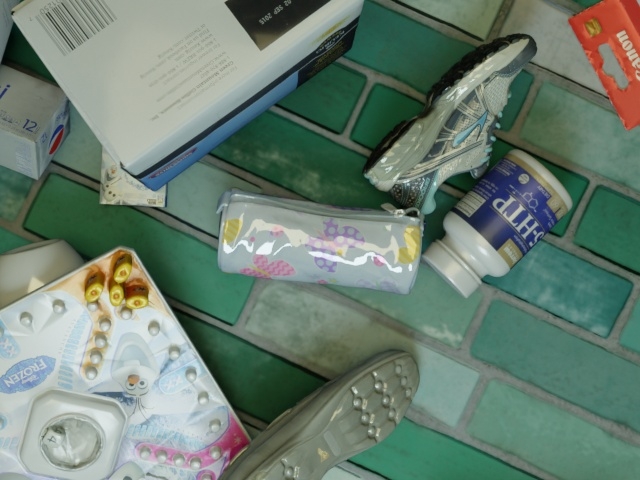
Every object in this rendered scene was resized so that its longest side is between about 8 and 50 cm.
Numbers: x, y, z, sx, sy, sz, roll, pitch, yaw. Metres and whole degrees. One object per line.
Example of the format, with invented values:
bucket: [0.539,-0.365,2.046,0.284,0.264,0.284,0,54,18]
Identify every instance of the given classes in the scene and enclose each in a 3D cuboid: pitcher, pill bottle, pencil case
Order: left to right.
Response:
pitcher: [-0.325,0.100,1.247,0.178,0.125,0.207,-14,99,-5]
pencil case: [0.000,0.000,1.240,0.273,0.124,0.113,6,55,2]
pill bottle: [0.227,-0.018,1.246,0.112,0.112,0.186,44,90,0]

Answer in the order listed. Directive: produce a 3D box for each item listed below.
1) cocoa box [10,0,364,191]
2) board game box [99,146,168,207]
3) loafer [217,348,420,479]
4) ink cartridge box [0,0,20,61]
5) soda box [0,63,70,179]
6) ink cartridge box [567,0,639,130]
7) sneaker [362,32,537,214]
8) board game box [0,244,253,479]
cocoa box: [-0.152,-0.258,1.183,0.347,0.228,0.231,-37,88,-4]
board game box: [-0.253,-0.091,1.294,0.090,0.020,0.090,3,89,0]
loafer: [-0.004,0.243,1.225,0.319,0.111,0.112,-34,113,-27]
ink cartridge box: [-0.473,-0.388,1.192,0.207,0.119,0.353,12,72,-6]
soda box: [-0.478,-0.189,1.244,0.286,0.091,0.098,22,57,0]
ink cartridge box: [0.477,-0.279,1.278,0.225,0.056,0.181,-28,89,-2]
sneaker: [0.190,-0.153,1.266,0.283,0.110,0.122,-45,103,6]
board game box: [-0.317,0.259,1.211,0.390,0.050,0.390,-28,110,-1]
